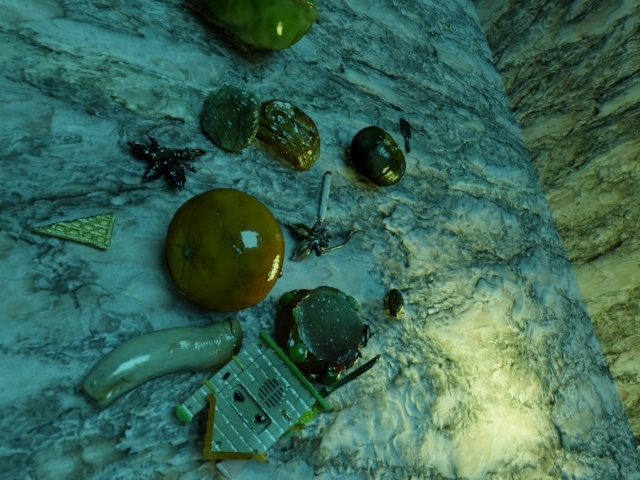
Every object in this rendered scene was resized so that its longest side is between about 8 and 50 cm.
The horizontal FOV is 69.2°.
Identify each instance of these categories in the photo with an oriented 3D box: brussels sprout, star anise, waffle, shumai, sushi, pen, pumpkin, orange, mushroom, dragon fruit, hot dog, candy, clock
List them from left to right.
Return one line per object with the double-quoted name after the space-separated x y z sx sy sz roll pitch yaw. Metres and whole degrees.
-0.524 -0.038 0.997 0.152 0.023 0.098 18 56 -34 "waffle"
-0.388 -0.192 1.176 0.212 0.053 0.157 15 58 -38 "star anise"
-0.319 0.246 0.984 0.351 0.095 0.123 -12 94 -42 "mushroom"
-0.216 0.021 1.058 0.226 0.283 0.284 -4 71 -56 "orange"
-0.257 -0.360 1.356 0.184 0.184 0.142 40 18 -19 "shumai"
-0.150 0.359 1.001 0.255 0.106 0.220 -40 84 -14 "clock"
-0.209 -0.821 1.453 0.425 0.342 0.361 52 36 8 "brussels sprout"
-0.095 -0.336 1.468 0.259 0.114 0.175 31 52 -25 "hot dog"
0.000 0.000 1.447 0.148 0.218 0.227 42 -6 24 "star anise"
0.000 0.244 1.236 0.295 0.130 0.269 -19 81 -45 "dragon fruit"
0.014 -0.140 1.525 0.026 0.026 0.218 29 52 -28 "pen"
0.014 0.365 1.122 0.323 0.097 0.097 -28 88 -11 "candy"
0.205 -0.303 1.685 0.238 0.159 0.238 43 25 -26 "pumpkin"
0.250 0.209 1.530 0.060 0.061 0.118 64 34 -46 "sushi"

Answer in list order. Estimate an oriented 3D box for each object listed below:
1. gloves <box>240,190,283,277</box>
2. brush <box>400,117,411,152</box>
-0.169 -0.006 1.230 0.241 0.126 0.145 49 40 0 "gloves"
0.376 -0.453 2.015 0.062 0.016 0.194 21 55 -31 "brush"
